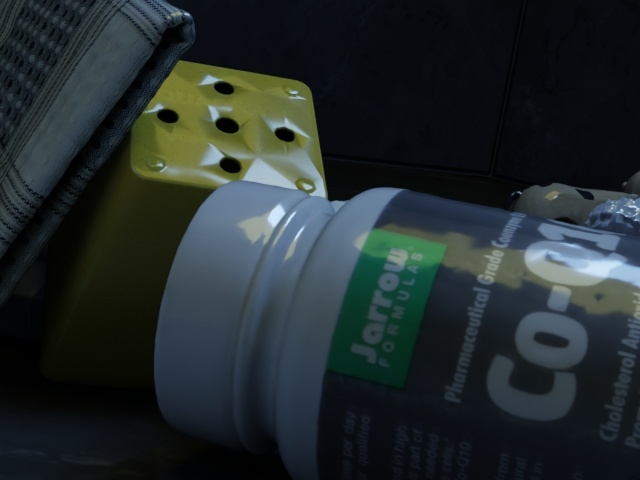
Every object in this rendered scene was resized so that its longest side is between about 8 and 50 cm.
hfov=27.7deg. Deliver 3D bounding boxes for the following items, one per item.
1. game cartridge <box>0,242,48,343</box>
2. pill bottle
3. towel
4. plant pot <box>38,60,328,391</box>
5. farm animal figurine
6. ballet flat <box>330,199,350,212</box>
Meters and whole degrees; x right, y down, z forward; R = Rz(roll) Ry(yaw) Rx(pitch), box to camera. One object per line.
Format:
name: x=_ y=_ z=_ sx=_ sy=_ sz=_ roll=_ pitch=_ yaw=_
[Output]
game cartridge: x=-0.220 y=-0.028 z=1.213 sx=0.230 sy=0.068 sz=0.355 roll=16 pitch=33 yaw=11
pill bottle: x=0.096 y=0.081 z=0.794 sx=0.361 sy=0.204 sz=0.204 roll=12 pitch=8 yaw=17
towel: x=-0.259 y=-0.087 z=1.007 sx=0.056 sy=0.324 sz=0.312 roll=32 pitch=5 yaw=-39
plant pot: x=-0.094 y=-0.020 z=1.009 sx=0.212 sy=0.187 sz=0.212 roll=8 pitch=44 yaw=-15
farm animal figurine: x=0.331 y=-0.008 z=1.473 sx=0.327 sy=0.172 sz=0.330 roll=4 pitch=-11 yaw=-36
ballet flat: x=0.040 y=-0.001 z=1.418 sx=0.147 sy=0.147 sz=0.409 roll=12 pitch=7 yaw=15
